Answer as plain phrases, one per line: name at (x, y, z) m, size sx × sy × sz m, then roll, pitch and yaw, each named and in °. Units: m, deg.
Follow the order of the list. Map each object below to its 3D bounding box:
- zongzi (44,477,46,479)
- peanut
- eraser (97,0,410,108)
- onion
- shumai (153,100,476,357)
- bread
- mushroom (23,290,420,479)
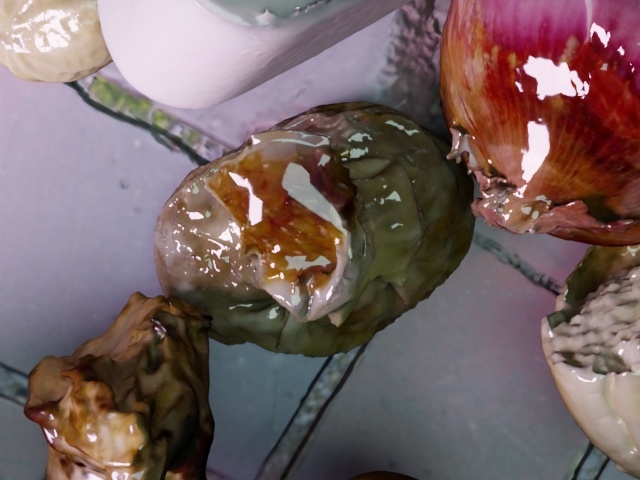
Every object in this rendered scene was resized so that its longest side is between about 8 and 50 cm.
zongzi at (-0.225, 0.277, 1.004) m, size 0.094 × 0.204 × 0.205 m, roll 17°, pitch 139°, yaw -33°
peanut at (-0.111, -0.150, 0.906) m, size 0.187 × 0.082 × 0.082 m, roll -21°, pitch 105°, yaw -4°
eraser at (0.027, -0.243, 0.840) m, size 0.331 × 0.150 × 0.331 m, roll 5°, pitch 75°, yaw -18°
onion at (0.155, -0.067, 0.883) m, size 0.230 × 0.230 × 0.163 m, roll 46°, pitch 58°, yaw -15°
shumai at (0.000, 0.000, 0.928) m, size 0.209 × 0.153 × 0.161 m, roll -9°, pitch 97°, yaw -3°
bread at (0.309, 0.057, 0.973) m, size 0.314 × 0.171 × 0.192 m, roll -28°, pitch 117°, yaw 4°
mushroom at (-0.046, 0.264, 0.879) m, size 0.356 × 0.331 × 0.334 m, roll 21°, pitch 112°, yaw -13°
